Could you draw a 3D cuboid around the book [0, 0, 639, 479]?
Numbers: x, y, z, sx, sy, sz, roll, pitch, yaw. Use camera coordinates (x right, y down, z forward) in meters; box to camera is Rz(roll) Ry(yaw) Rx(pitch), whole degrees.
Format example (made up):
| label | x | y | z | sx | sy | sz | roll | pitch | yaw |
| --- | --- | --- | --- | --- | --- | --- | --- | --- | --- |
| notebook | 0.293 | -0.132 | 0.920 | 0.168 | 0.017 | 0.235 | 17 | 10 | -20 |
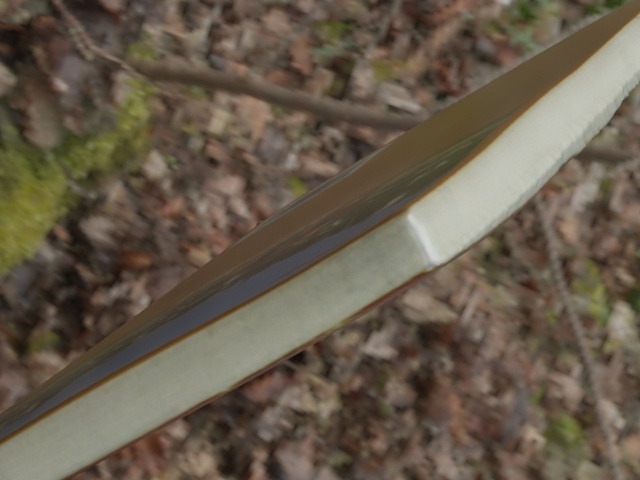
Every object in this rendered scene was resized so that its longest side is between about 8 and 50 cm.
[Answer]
| label | x | y | z | sx | sy | sz | roll | pitch | yaw |
| --- | --- | --- | --- | --- | --- | --- | --- | --- | --- |
| book | 0.000 | 0.000 | 0.756 | 0.028 | 0.262 | 0.374 | 59 | 29 | -5 |
